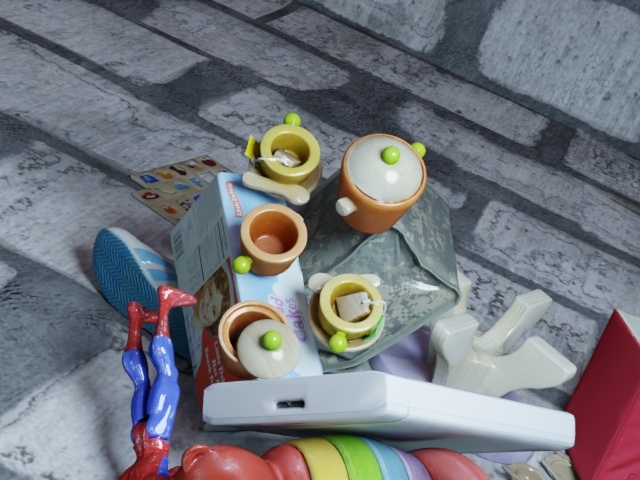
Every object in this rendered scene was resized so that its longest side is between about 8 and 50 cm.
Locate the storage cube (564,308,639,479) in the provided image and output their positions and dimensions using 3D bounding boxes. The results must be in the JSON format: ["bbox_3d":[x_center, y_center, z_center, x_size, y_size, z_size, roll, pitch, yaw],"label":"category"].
[{"bbox_3d":[0.448,0.232,1.454,0.184,0.193,0.215,19,17,-7],"label":"storage cube"}]

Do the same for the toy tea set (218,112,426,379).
[{"bbox_3d":[0.000,0.000,1.186,0.200,0.124,0.336,14,60,-5],"label":"toy tea set"}]

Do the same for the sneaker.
[{"bbox_3d":[-0.198,0.063,1.429,0.229,0.087,0.092,40,32,14],"label":"sneaker"}]

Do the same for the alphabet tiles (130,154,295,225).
[{"bbox_3d":[-0.179,-0.067,1.772,0.198,0.009,0.237,33,29,21],"label":"alphabet tiles"}]

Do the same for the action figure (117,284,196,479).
[{"bbox_3d":[-0.146,0.201,1.160,0.139,0.091,0.280,30,47,-35],"label":"action figure"}]

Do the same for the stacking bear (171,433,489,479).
[{"bbox_3d":[-0.009,0.263,1.078,0.289,0.175,0.164,13,12,-29],"label":"stacking bear"}]

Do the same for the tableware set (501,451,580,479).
[{"bbox_3d":[0.312,0.321,1.403,0.169,0.020,0.141,-6,38,-44],"label":"tableware set"}]

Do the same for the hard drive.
[{"bbox_3d":[0.082,0.190,1.186,0.233,0.047,0.353,-10,-19,39],"label":"hard drive"}]

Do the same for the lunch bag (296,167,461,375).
[{"bbox_3d":[0.026,0.043,1.456,0.169,0.287,0.235,46,23,-23],"label":"lunch bag"}]

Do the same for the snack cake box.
[{"bbox_3d":[-0.090,0.072,1.297,0.089,0.152,0.264,4,60,-32],"label":"snack cake box"}]

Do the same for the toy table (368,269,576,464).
[{"bbox_3d":[0.200,0.151,1.482,0.274,0.161,0.252,34,29,20],"label":"toy table"}]
